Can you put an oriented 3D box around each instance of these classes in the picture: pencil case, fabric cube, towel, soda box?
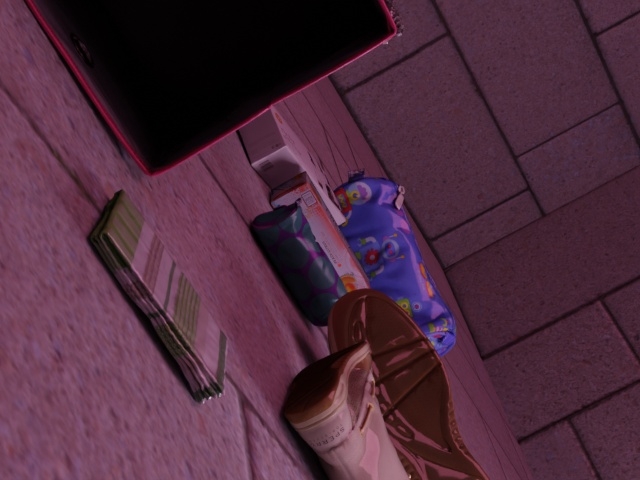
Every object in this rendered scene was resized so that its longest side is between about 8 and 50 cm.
[{"bbox_3d":[0.107,0.043,1.791,0.119,0.133,0.306,21,45,-59],"label":"pencil case"},{"bbox_3d":[-0.017,0.028,1.386,0.151,0.064,0.070,60,33,-15],"label":"pencil case"},{"bbox_3d":[-0.105,-0.245,1.088,0.254,0.259,0.258,59,6,-13],"label":"fabric cube"},{"bbox_3d":[-0.119,0.041,0.880,0.152,0.023,0.113,57,7,-16],"label":"towel"},{"bbox_3d":[0.000,0.000,1.610,0.183,0.058,0.063,60,8,-17],"label":"soda box"}]

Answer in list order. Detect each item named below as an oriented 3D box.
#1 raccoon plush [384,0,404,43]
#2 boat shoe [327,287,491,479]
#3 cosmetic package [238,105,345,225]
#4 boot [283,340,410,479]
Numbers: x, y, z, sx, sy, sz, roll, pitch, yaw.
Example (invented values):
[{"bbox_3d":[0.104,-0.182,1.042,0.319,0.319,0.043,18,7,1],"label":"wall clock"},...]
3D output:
[{"bbox_3d":[-0.057,-0.352,1.351,0.446,0.299,0.216,58,37,-75],"label":"raccoon plush"},{"bbox_3d":[0.090,0.219,1.307,0.341,0.122,0.110,65,-29,7],"label":"boat shoe"},{"bbox_3d":[-0.041,-0.103,1.696,0.099,0.060,0.239,65,9,31],"label":"cosmetic package"},{"bbox_3d":[0.041,0.194,1.140,0.165,0.077,0.213,60,13,-5],"label":"boot"}]
